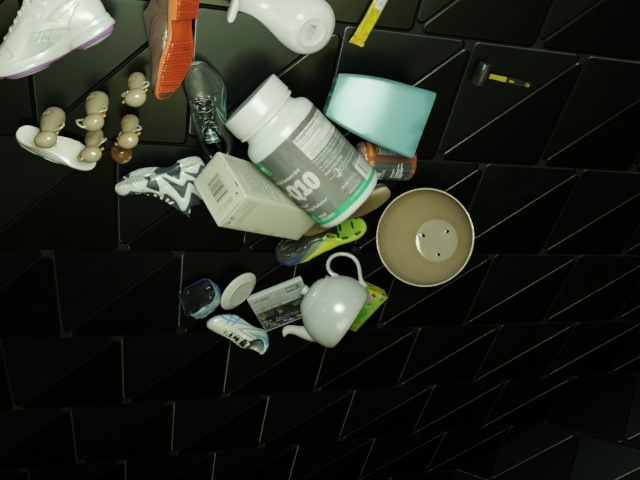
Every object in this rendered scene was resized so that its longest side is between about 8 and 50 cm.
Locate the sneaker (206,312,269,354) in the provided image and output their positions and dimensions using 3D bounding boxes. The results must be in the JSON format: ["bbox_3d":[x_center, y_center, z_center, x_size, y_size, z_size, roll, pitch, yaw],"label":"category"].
[{"bbox_3d":[-0.269,0.311,1.908,0.237,0.086,0.085,28,118,-30],"label":"sneaker"}]

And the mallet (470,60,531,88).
[{"bbox_3d":[0.496,-0.444,1.549,0.190,0.039,0.062,-2,126,-20],"label":"mallet"}]

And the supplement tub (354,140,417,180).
[{"bbox_3d":[0.158,-0.220,1.585,0.198,0.106,0.106,1,128,-16],"label":"supplement tub"}]

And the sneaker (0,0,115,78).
[{"bbox_3d":[-0.596,-0.445,1.209,0.305,0.114,0.152,-26,117,1],"label":"sneaker"}]

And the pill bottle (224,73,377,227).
[{"bbox_3d":[-0.047,-0.218,1.420,0.204,0.204,0.361,-41,108,18],"label":"pill bottle"}]

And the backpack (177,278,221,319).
[{"bbox_3d":[-0.362,0.178,1.766,0.114,0.105,0.084,-30,152,6],"label":"backpack"}]

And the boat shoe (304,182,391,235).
[{"bbox_3d":[0.059,-0.107,1.655,0.285,0.092,0.103,-24,153,9],"label":"boat shoe"}]

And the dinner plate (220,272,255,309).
[{"bbox_3d":[-0.251,0.162,1.788,0.141,0.017,0.141,-39,153,-25],"label":"dinner plate"}]

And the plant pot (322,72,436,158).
[{"bbox_3d":[0.133,-0.328,1.436,0.234,0.166,0.165,18,103,-9],"label":"plant pot"}]

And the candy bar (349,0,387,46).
[{"bbox_3d":[0.124,-0.540,1.374,0.040,0.018,0.161,14,123,-29],"label":"candy bar"}]

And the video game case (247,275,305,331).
[{"bbox_3d":[-0.126,0.212,1.910,0.190,0.022,0.173,-22,130,1],"label":"video game case"}]

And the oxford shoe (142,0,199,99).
[{"bbox_3d":[-0.342,-0.450,1.271,0.098,0.097,0.271,28,116,16],"label":"oxford shoe"}]

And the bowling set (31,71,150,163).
[{"bbox_3d":[-0.492,-0.247,1.348,0.287,0.154,0.200,-24,130,5],"label":"bowling set"}]

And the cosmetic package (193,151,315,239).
[{"bbox_3d":[-0.154,-0.107,1.480,0.113,0.160,0.309,-45,150,21],"label":"cosmetic package"}]

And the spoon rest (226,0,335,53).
[{"bbox_3d":[-0.088,-0.509,1.314,0.276,0.084,0.137,3,130,-34],"label":"spoon rest"}]

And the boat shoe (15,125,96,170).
[{"bbox_3d":[-0.642,-0.217,1.394,0.184,0.066,0.063,17,166,-29],"label":"boat shoe"}]

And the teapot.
[{"bbox_3d":[0.024,0.199,1.834,0.187,0.256,0.252,35,141,2],"label":"teapot"}]

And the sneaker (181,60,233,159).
[{"bbox_3d":[-0.265,-0.302,1.401,0.101,0.106,0.267,-14,129,-1],"label":"sneaker"}]

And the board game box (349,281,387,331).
[{"bbox_3d":[0.137,0.230,1.982,0.092,0.043,0.181,25,118,-30],"label":"board game box"}]

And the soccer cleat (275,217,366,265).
[{"bbox_3d":[-0.001,-0.001,1.748,0.289,0.093,0.121,-20,161,-5],"label":"soccer cleat"}]

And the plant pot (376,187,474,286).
[{"bbox_3d":[0.333,-0.004,1.732,0.284,0.284,0.191,-40,163,17],"label":"plant pot"}]

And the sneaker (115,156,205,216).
[{"bbox_3d":[-0.405,-0.119,1.515,0.235,0.094,0.153,-20,123,-13],"label":"sneaker"}]
